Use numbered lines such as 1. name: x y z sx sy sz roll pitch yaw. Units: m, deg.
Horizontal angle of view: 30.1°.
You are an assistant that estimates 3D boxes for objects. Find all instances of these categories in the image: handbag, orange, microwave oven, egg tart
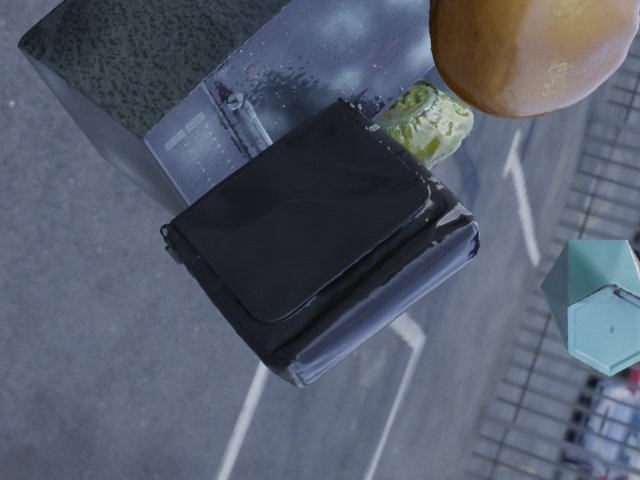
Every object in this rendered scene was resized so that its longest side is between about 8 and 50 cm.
1. handbag: 0.000 0.000 1.149 0.247 0.223 0.080 -37 150 -11
2. orange: 0.141 -0.158 0.786 0.159 0.136 0.159 -174 -90 -90
3. microwave oven: -0.097 -0.257 1.484 0.432 0.374 0.236 -44 138 -12
4. egg tart: 0.113 -0.157 1.601 0.197 0.197 0.078 -56 134 -41

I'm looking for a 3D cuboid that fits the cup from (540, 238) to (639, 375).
1. cup: 0.353 0.080 1.468 0.148 0.134 0.236 -64 178 11
